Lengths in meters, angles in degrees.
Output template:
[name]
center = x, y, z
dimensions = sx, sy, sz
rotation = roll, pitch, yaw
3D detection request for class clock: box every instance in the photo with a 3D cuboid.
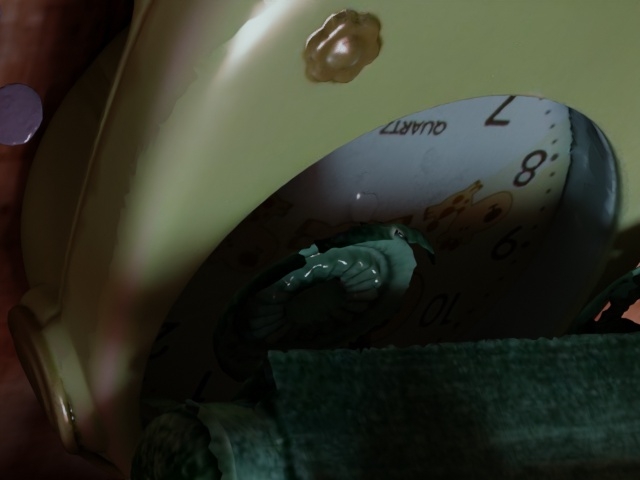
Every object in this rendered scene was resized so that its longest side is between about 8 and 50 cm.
[clock]
center = 0.000, 0.000, 0.613
dimensions = 0.235, 0.096, 0.308
rotation = -3, 133, -39

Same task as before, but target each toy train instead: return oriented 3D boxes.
[toy train]
center = 0.052, 0.085, 0.585
dimensions = 0.307, 0.126, 0.189
rotation = 0, 147, -42

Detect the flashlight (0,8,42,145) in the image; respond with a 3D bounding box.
[flashlight]
center = -0.139, -0.034, 0.518
dimensions = 0.110, 0.052, 0.031
rotation = -24, 178, -6
